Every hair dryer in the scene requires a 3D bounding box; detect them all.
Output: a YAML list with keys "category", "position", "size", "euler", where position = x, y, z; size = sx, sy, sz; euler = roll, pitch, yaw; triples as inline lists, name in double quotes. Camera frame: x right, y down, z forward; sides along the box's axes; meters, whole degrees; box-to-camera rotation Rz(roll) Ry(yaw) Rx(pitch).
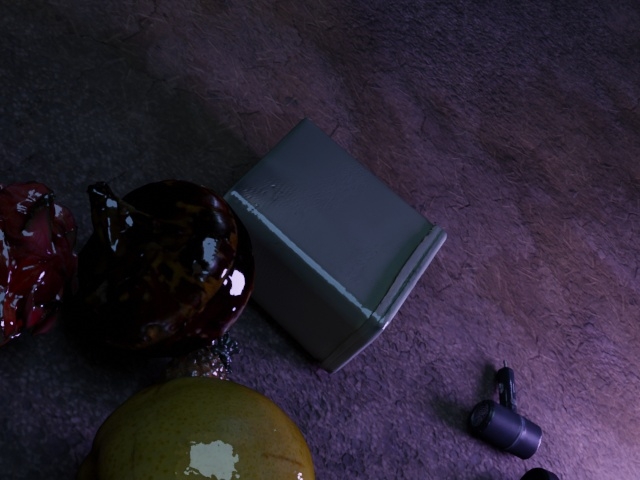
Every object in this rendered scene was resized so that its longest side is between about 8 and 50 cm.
- category: "hair dryer"
  position: [0.344, 0.299, 2.181]
  size: [0.124, 0.071, 0.219]
  euler: [32, 35, -16]

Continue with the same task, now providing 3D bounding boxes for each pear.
- category: "pear"
  position: [-0.164, 0.324, 1.537]
  size: [0.314, 0.314, 0.314]
  euler: [23, 45, -25]

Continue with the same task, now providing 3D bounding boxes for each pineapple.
- category: "pineapple"
  position: [-0.179, 0.197, 1.788]
  size: [0.108, 0.108, 0.197]
  euler: [43, 32, -4]

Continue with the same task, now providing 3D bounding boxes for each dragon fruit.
- category: "dragon fruit"
  position: [-0.438, 0.040, 1.588]
  size: [0.234, 0.233, 0.293]
  euler: [26, 27, -22]

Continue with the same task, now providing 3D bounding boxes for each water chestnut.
- category: "water chestnut"
  position: [-0.250, 0.027, 1.712]
  size: [0.300, 0.300, 0.300]
  euler: [23, 45, -25]

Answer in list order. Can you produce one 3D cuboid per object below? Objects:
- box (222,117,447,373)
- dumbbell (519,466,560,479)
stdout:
- category: "box"
  position: [0.000, 0.000, 2.054]
  size: [0.344, 0.177, 0.352]
  euler: [41, 40, -1]
- category: "dumbbell"
  position: [0.445, 0.482, 2.080]
  size: [0.191, 0.100, 0.100]
  euler: [27, 43, -22]
